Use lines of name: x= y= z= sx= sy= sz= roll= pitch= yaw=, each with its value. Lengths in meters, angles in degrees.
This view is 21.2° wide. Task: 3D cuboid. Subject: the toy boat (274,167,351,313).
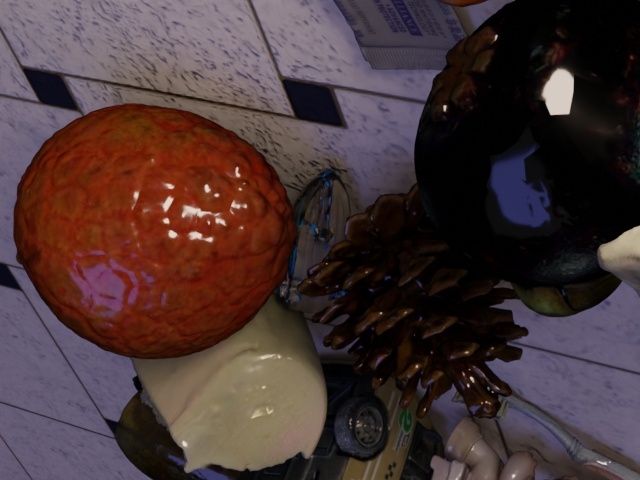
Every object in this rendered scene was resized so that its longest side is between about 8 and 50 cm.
toy boat: x=0.000 y=0.000 z=1.628 sx=0.084 sy=0.066 sz=0.210 roll=1 pitch=143 yaw=-6

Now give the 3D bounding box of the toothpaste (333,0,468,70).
toothpaste: x=0.030 y=-0.217 z=1.283 sx=0.099 sy=0.068 sz=0.282 roll=43 pitch=171 yaw=43

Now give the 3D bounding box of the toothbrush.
toothbrush: x=0.302 y=0.234 z=1.729 sx=0.375 sy=0.037 sz=0.028 roll=28 pitch=153 yaw=1

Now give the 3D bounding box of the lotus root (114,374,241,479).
lotus root: x=-0.139 y=0.258 z=2.084 sx=0.241 sy=0.123 sz=0.124 roll=27 pitch=159 yaw=13

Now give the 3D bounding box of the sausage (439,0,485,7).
sausage: x=0.140 y=-0.209 z=1.170 sx=0.197 sy=0.076 sz=0.076 roll=-7 pitch=133 yaw=49

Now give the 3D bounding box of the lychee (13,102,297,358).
lychee: x=-0.165 y=-0.003 z=1.593 sx=0.300 sy=0.255 sz=0.255 roll=-31 pitch=116 yaw=30

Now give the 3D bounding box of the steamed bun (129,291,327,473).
steamed bun: x=-0.086 y=0.149 z=1.735 sx=0.200 sy=0.225 sz=0.170 roll=-37 pitch=125 yaw=11

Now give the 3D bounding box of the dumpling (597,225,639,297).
dumpling: x=0.351 y=0.003 z=1.088 sx=0.318 sy=0.187 sz=0.243 roll=-26 pitch=129 yaw=10

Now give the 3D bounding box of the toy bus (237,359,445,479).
toy bus: x=-0.005 y=0.319 z=1.817 sx=0.177 sy=0.365 sz=0.202 roll=-1 pitch=149 yaw=45

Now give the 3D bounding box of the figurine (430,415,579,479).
figurine: x=0.233 y=0.293 z=1.772 sx=0.256 sy=0.144 sz=0.182 roll=19 pitch=145 yaw=16

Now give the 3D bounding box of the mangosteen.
mangosteen: x=0.181 y=-0.062 z=1.212 sx=0.243 sy=0.243 sz=0.243 roll=23 pitch=149 yaw=15

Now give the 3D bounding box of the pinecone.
pinecone: x=0.095 y=0.062 z=1.525 sx=0.212 sy=0.169 sz=0.185 roll=39 pitch=167 yaw=14
